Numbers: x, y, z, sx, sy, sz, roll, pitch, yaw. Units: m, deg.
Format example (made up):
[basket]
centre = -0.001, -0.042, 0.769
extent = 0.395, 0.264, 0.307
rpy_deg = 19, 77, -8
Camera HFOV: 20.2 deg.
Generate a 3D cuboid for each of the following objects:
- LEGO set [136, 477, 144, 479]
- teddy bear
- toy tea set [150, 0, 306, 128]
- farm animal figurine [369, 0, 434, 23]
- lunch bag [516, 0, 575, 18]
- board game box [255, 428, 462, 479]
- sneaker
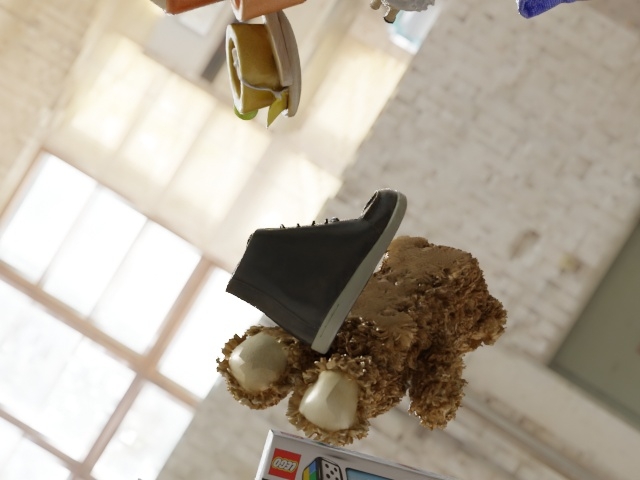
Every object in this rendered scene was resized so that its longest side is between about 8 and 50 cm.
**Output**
[LEGO set]
centre = -0.198, 0.237, 1.252
extent = 0.093, 0.227, 0.087
rpy_deg = 21, 155, 42
[teddy bear]
centre = 0.044, 0.110, 1.788
extent = 0.245, 0.113, 0.338
rpy_deg = 11, -152, 15
[toy tea set]
centre = -0.084, -0.230, 1.279
extent = 0.336, 0.124, 0.200
rpy_deg = 97, 160, -58
[farm animal figurine]
centre = 0.052, -0.451, 2.006
extent = 0.330, 0.326, 0.172
rpy_deg = 35, 145, -5
[lunch bag]
centre = 0.207, -0.393, 1.237
extent = 0.385, 0.239, 0.327
rpy_deg = 108, 148, -64
[board game box]
centre = 0.084, 0.270, 1.309
extent = 0.305, 0.193, 0.053
rpy_deg = 15, 178, -2
[sneaker]
centre = 0.000, 0.000, 1.700
extent = 0.118, 0.083, 0.222
rpy_deg = 30, -139, 2
